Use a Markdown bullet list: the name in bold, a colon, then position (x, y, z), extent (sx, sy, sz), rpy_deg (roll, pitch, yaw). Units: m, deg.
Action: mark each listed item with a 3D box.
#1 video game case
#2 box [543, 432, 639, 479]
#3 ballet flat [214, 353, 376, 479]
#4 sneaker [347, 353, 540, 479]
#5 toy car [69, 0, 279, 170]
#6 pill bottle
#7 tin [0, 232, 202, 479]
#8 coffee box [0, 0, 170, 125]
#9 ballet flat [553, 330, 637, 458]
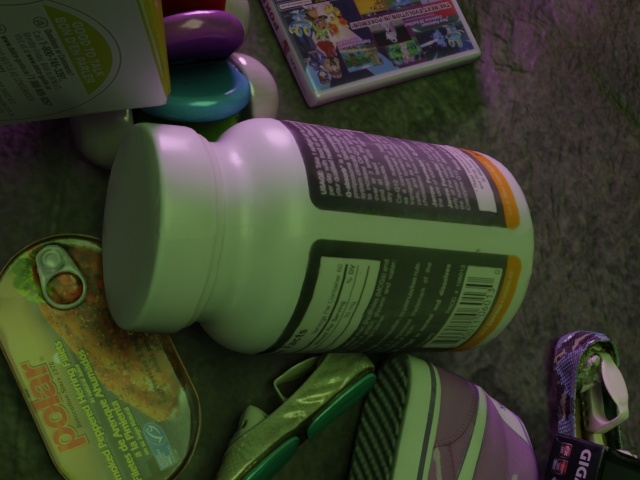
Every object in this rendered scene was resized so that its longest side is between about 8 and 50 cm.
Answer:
- **video game case**: position (0.038, -0.232, 0.736), extent (0.201, 0.023, 0.183), rpy_deg (-21, 83, -29)
- **box**: position (0.249, 0.266, 0.616), extent (0.220, 0.051, 0.175), rpy_deg (26, 77, -30)
- **ballet flat**: position (-0.029, 0.134, 0.584), extent (0.052, 0.057, 0.168), rpy_deg (40, 54, 23)
- **sneaker**: position (0.090, 0.238, 0.572), extent (0.161, 0.102, 0.282), rpy_deg (29, 65, -18)
- **toy car**: position (-0.109, -0.144, 0.575), extent (0.159, 0.136, 0.182), rpy_deg (-14, 80, -28)
- **pill bottle**: position (0.000, 0.000, 0.554), extent (0.278, 0.162, 0.162), rpy_deg (5, 72, -29)
- **tin**: position (-0.156, 0.087, 0.540), extent (0.106, 0.040, 0.190), rpy_deg (-22, 84, -32)
- **coffee box**: position (-0.267, -0.263, 0.362), extent (0.334, 0.338, 0.338), rpy_deg (-9, 74, -5)
- **ballet flat**: position (0.242, 0.171, 0.681), extent (0.070, 0.070, 0.188), rpy_deg (3, 73, -24)
